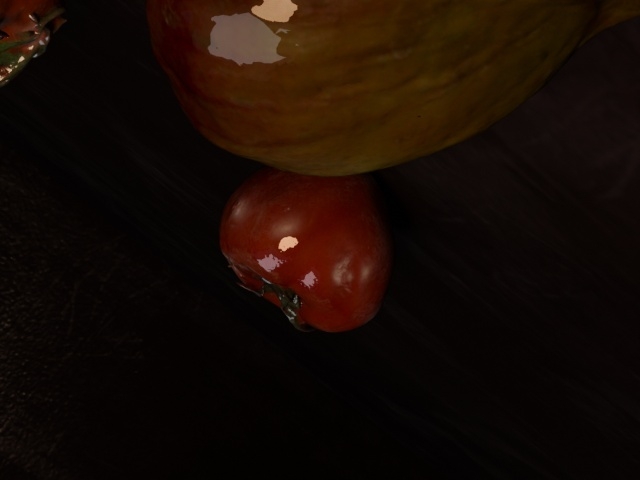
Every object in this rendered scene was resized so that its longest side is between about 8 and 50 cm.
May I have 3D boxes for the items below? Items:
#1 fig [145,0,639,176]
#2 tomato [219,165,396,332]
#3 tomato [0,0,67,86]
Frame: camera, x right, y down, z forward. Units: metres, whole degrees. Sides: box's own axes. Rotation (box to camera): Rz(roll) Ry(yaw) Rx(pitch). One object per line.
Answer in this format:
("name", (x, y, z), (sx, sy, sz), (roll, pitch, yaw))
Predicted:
("fig", (0.072, -0.117, 0.433), (0.290, 0.190, 0.190), (0, 167, -5))
("tomato", (0.000, 0.000, 0.940), (0.187, 0.151, 0.187), (37, 162, 14))
("tomato", (-0.342, -0.216, 0.841), (0.224, 0.256, 0.256), (52, 166, 0))
